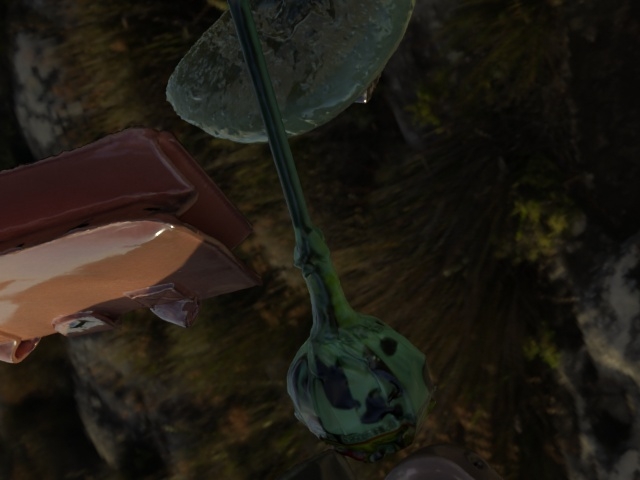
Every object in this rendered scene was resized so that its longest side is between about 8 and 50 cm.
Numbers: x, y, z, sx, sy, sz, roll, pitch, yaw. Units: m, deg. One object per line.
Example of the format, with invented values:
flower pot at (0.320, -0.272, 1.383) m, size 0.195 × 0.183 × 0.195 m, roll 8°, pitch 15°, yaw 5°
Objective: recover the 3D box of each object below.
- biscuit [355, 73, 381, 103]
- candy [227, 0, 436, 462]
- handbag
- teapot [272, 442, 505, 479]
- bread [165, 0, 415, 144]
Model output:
biscuit at (0.013, -0.263, 1.081) m, size 0.106 × 0.070 × 0.252 m, roll 13°, pitch 141°, yaw 12°
candy at (0.000, 0.000, 0.610) m, size 0.091 × 0.083 × 0.305 m, roll -5°, pitch 114°, yaw 25°
handbag at (-0.150, 0.018, 0.537) m, size 0.157 × 0.213 × 0.059 m, roll 54°, pitch -158°, yaw -68°
teapot at (0.074, 0.304, 0.631) m, size 0.344 × 0.253 × 0.300 m, roll 41°, pitch 110°, yaw 21°
bread at (-0.008, -0.127, 0.613) m, size 0.112 × 0.193 × 0.036 m, roll 51°, pitch -168°, yaw 32°
